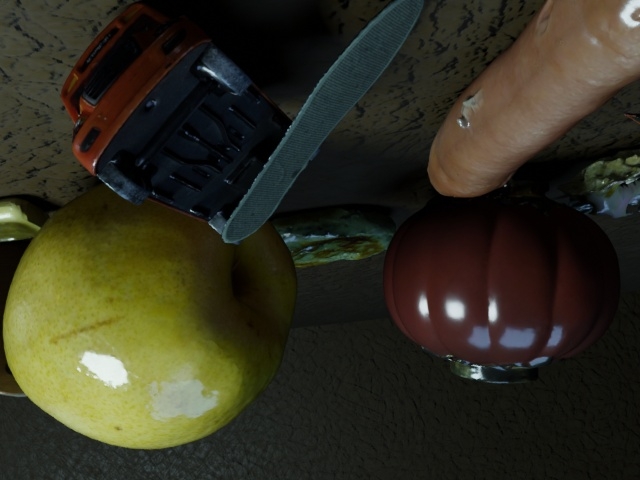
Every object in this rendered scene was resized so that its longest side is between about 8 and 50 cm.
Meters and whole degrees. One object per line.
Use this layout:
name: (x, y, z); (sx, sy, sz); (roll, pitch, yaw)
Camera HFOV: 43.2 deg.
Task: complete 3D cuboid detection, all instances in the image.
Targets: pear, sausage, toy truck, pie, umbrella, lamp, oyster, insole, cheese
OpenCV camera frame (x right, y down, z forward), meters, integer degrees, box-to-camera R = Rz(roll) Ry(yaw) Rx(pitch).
pear: (-0.181, 0.073, 0.880); (0.314, 0.315, 0.314); (-6, 169, -1)
sausage: (0.173, -0.120, 0.646); (0.094, 0.094, 0.419); (24, 165, -3)
toy truck: (-0.094, -0.082, 0.573); (0.107, 0.114, 0.252); (-47, 163, 4)
pie: (0.000, 0.000, 1.227); (0.240, 0.054, 0.240); (-9, 168, -2)
umbrella: (0.430, -0.071, 1.201); (0.268, 0.044, 0.044); (-23, 136, 28)
lamp: (0.232, 0.049, 1.052); (0.302, 0.257, 0.303); (3, -179, 0)
oyster: (0.413, -0.089, 0.995); (0.209, 0.072, 0.132); (-28, 153, 31)
insole: (-0.002, -0.083, 0.581); (0.232, 0.003, 0.080); (-52, 162, 18)
cheese: (-0.406, -0.018, 0.945); (0.162, 0.036, 0.086); (-9, 167, 7)

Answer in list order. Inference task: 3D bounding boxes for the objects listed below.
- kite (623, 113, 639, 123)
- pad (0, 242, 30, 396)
kite: (0.439, -0.136, 0.916); (0.232, 0.009, 0.189); (-6, 169, -5)
pad: (-0.313, 0.093, 1.068); (0.286, 0.284, 0.018); (0, 128, -32)
